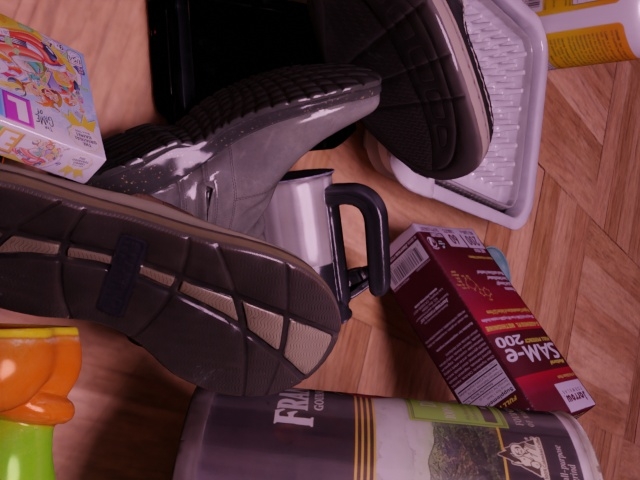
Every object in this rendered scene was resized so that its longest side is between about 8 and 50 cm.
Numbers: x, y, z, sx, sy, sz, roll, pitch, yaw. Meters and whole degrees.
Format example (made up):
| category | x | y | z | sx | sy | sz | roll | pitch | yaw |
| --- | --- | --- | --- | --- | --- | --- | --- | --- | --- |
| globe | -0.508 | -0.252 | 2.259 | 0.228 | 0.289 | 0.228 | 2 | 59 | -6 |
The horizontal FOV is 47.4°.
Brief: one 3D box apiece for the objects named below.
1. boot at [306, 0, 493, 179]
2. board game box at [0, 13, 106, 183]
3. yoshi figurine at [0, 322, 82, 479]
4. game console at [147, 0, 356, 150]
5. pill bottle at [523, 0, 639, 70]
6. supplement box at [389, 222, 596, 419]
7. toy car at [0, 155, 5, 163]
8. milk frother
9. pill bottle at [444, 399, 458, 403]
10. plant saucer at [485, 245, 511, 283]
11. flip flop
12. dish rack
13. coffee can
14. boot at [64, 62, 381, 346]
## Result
| category | x | y | z | sx | sy | sz | roll | pitch | yaw |
| --- | --- | --- | --- | --- | --- | --- | --- | --- | --- |
| boot | 0.101 | -0.274 | 0.642 | 0.284 | 0.138 | 0.377 | -43 | 109 | -33 |
| board game box | -0.206 | -0.101 | 0.430 | 0.154 | 0.026 | 0.103 | 21 | 39 | -47 |
| yoshi figurine | -0.235 | 0.213 | 0.349 | 0.203 | 0.203 | 0.362 | 8 | 88 | -33 |
| game console | -0.056 | -0.255 | 0.623 | 0.213 | 0.044 | 0.362 | -11 | 99 | -48 |
| pill bottle | 0.381 | -0.304 | 0.962 | 0.136 | 0.245 | 0.136 | -4 | 95 | -48 |
| supplement box | 0.170 | 0.096 | 0.773 | 0.130 | 0.073 | 0.239 | 3 | 49 | -49 |
| toy car | -0.223 | -0.025 | 0.465 | 0.040 | 0.060 | 0.122 | -100 | -167 | -67 |
| milk frother | 0.000 | 0.000 | 0.674 | 0.143 | 0.129 | 0.135 | -101 | -176 | -79 |
| pill bottle | 0.184 | 0.339 | 0.834 | 0.160 | 0.160 | 0.283 | -18 | 105 | -47 |
| plant saucer | 0.215 | 0.066 | 0.961 | 0.119 | 0.021 | 0.119 | -4 | 95 | -49 |
| flip flop | -0.110 | 0.018 | 0.469 | 0.277 | 0.080 | 0.112 | 21 | 113 | -19 |
| dish rack | 0.160 | -0.172 | 0.850 | 0.332 | 0.072 | 0.286 | 14 | 80 | -48 |
| coffee can | 0.038 | 0.213 | 0.531 | 0.201 | 0.275 | 0.202 | -174 | -90 | -90 |
| boot | -0.056 | -0.029 | 0.560 | 0.246 | 0.083 | 0.161 | -25 | 123 | -14 |
